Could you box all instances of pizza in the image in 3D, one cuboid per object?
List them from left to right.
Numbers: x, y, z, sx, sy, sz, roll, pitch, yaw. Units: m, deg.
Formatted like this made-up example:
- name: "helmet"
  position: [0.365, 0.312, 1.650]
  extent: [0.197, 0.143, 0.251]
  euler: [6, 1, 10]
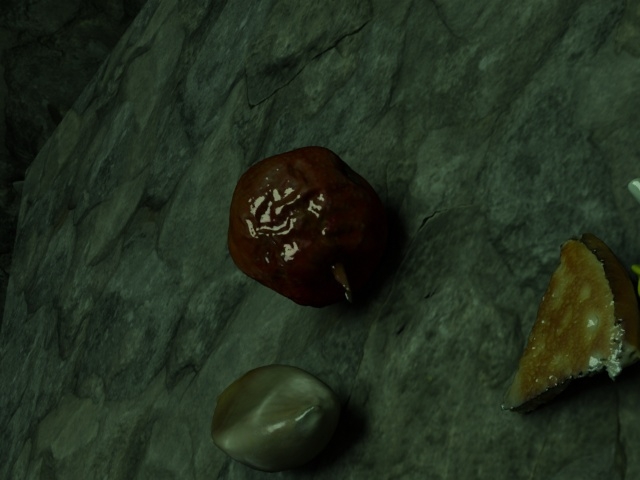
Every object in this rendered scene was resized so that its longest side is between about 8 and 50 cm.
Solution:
- name: "pizza"
  position: [0.233, 0.100, 0.917]
  extent: [0.185, 0.052, 0.195]
  euler: [-89, 23, -53]

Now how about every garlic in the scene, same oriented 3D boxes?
- name: "garlic"
  position: [-0.065, 0.226, 1.248]
  extent: [0.143, 0.112, 0.318]
  euler: [-47, 20, -14]

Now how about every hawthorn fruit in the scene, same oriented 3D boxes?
- name: "hawthorn fruit"
  position: [0.000, 0.000, 1.233]
  extent: [0.207, 0.207, 0.243]
  euler: [-55, 40, 17]

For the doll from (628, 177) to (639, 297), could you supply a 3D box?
- name: "doll"
  position: [0.325, -0.017, 0.842]
  extent: [0.129, 0.081, 0.207]
  euler: [16, 86, 27]
